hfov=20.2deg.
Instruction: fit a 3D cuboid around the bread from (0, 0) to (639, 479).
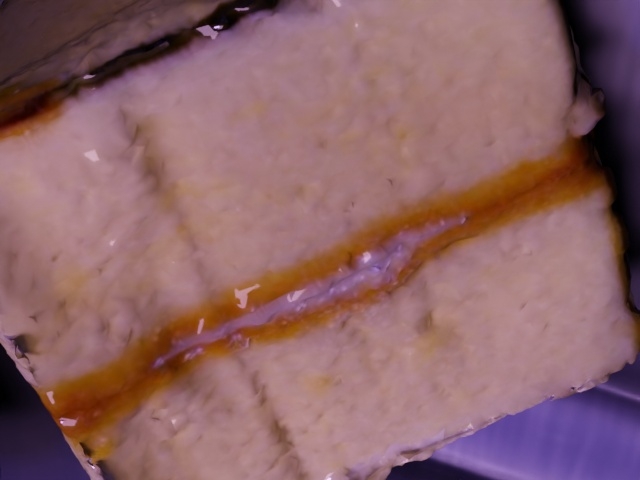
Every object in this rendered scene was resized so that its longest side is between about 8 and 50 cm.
[{"bbox_3d":[0.000,0.000,0.727,0.236,0.198,0.263,-6,134,19],"label":"bread"}]
